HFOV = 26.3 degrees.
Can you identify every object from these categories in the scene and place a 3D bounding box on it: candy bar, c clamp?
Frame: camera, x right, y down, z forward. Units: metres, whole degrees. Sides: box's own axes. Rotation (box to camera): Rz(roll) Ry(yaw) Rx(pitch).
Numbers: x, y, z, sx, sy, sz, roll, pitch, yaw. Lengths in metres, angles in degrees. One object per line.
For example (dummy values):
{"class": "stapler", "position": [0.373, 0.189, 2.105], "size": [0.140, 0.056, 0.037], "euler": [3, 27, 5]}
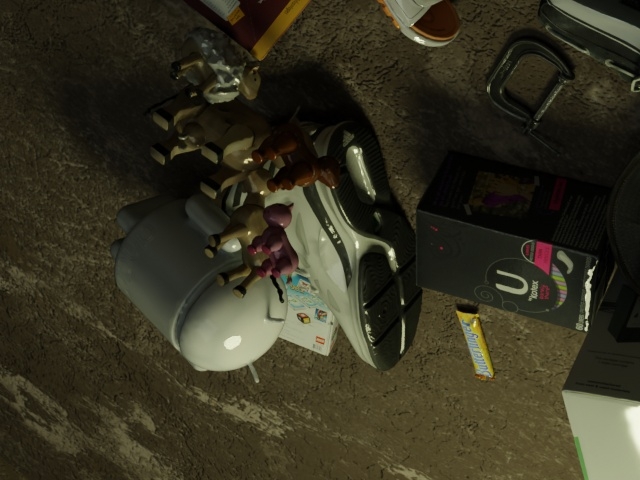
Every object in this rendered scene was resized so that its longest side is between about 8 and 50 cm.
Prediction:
{"class": "candy bar", "position": [0.260, 0.175, 2.283], "size": [0.040, 0.018, 0.161], "euler": [5, 133, 29]}
{"class": "c clamp", "position": [0.296, -0.202, 1.866], "size": [0.137, 0.022, 0.161], "euler": [31, 143, 8]}

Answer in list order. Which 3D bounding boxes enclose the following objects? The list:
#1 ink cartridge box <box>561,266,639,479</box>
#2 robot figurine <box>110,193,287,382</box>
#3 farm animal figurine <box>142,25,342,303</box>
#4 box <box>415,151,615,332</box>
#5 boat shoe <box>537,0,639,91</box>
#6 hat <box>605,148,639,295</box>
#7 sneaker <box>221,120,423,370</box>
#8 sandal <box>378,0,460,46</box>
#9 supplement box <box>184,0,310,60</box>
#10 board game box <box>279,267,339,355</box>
{"class": "ink cartridge box", "position": [0.463, 0.187, 1.959], "size": [0.121, 0.289, 0.211], "euler": [6, 135, 31]}
{"class": "robot figurine", "position": [-0.191, 0.071, 2.191], "size": [0.353, 0.200, 0.300], "euler": [41, 137, 30]}
{"class": "farm animal figurine", "position": [-0.099, -0.112, 1.954], "size": [0.327, 0.172, 0.330], "euler": [45, 142, 9]}
{"class": "box", "position": [0.285, 0.001, 1.986], "size": [0.270, 0.143, 0.165], "euler": [15, 138, 19]}
{"class": "boat shoe", "position": [0.407, -0.234, 1.690], "size": [0.306, 0.113, 0.105], "euler": [26, 147, 10]}
{"class": "hat", "position": [0.534, -0.007, 1.755], "size": [0.331, 0.134, 0.331], "euler": [5, 116, 10]}
{"class": "sneaker", "position": [0.000, -0.001, 2.182], "size": [0.257, 0.169, 0.447], "euler": [9, 129, 37]}
{"class": "sandal", "position": [0.101, -0.362, 1.753], "size": [0.265, 0.102, 0.076], "euler": [48, 140, -17]}
{"class": "supplement box", "position": [-0.088, -0.382, 1.818], "size": [0.194, 0.129, 0.191], "euler": [37, 145, -8]}
{"class": "board game box", "position": [-0.109, 0.072, 2.377], "size": [0.305, 0.053, 0.193], "euler": [21, 138, 11]}
